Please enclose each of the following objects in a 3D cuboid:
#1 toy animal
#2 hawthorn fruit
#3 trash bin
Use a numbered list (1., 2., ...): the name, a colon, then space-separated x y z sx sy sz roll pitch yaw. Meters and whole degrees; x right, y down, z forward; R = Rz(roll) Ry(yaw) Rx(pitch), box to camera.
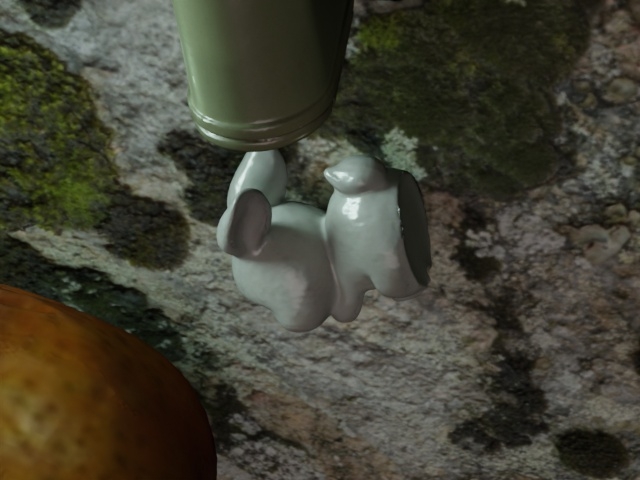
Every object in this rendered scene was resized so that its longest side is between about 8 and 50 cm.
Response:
1. toy animal: 0.004 -0.007 1.651 0.193 0.127 0.179 -2 130 11
2. hawthorn fruit: -0.339 0.262 1.752 0.471 0.472 0.472 4 133 4
3. trash bin: -0.053 -0.237 1.369 0.121 0.243 0.247 -1 129 11
